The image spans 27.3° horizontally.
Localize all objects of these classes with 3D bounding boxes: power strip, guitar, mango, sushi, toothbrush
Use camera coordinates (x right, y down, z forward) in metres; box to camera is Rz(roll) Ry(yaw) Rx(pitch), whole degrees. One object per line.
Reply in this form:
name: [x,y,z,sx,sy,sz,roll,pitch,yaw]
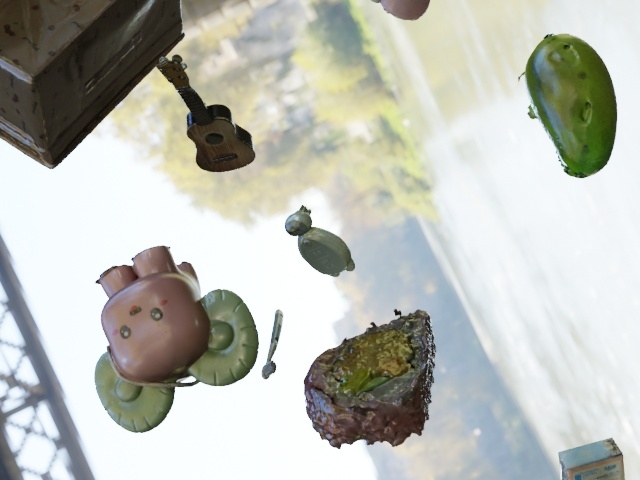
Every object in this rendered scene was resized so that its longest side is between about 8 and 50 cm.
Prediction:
power strip: [0.000,0.000,1.280,0.083,0.055,0.035,46,-134,-21]
guitar: [-0.158,-0.171,1.727,0.271,0.083,0.038,61,-163,-60]
mango: [0.299,-0.160,1.549,0.119,0.100,0.178,74,-179,-71]
sushi: [0.064,0.178,1.699,0.241,0.161,0.107,-75,-19,-59]
toothbrush: [-0.080,0.176,2.313,0.019,0.025,0.276,45,-163,-12]

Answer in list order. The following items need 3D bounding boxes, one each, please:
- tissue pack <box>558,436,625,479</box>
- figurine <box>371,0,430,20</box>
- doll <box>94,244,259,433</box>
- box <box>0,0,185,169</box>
tissue pack: [0.423,0.357,2.055,0.059,0.094,0.074,-109,6,-59]
figurine: [0.171,-0.509,2.269,0.206,0.284,0.316,33,148,2]
doll: [-0.242,0.152,2.115,0.268,0.284,0.216,65,-170,23]
box: [-0.351,-0.292,1.717,0.225,0.297,0.190,31,149,14]
